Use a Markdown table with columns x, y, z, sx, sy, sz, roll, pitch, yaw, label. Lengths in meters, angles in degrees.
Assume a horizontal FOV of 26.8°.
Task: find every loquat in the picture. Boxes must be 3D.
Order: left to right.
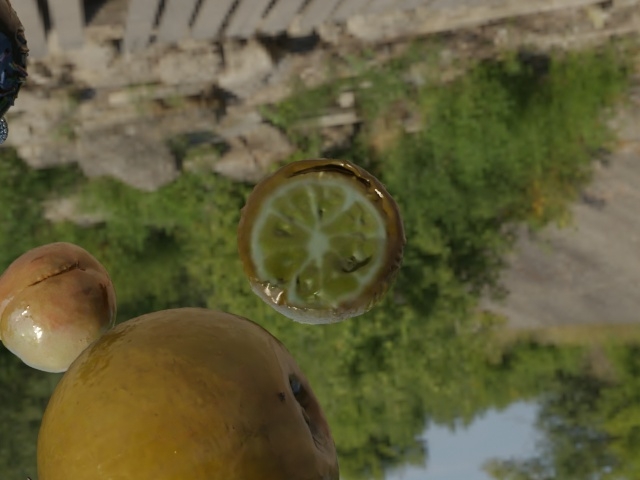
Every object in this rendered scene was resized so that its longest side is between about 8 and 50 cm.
| x | y | z | sx | sy | sz | roll | pitch | yaw | label |
| --- | --- | --- | --- | --- | --- | --- | --- | --- | --- |
| -0.118 | 0.202 | 1.148 | 0.274 | 0.275 | 0.275 | -7 | 176 | 0 | loquat |

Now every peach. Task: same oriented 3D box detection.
| x | y | z | sx | sy | sz | roll | pitch | yaw | label |
| --- | --- | --- | --- | --- | --- | --- | --- | --- | --- |
| -0.378 | 0.091 | 1.917 | 0.184 | 0.184 | 0.184 | -7 | 176 | 0 | peach |

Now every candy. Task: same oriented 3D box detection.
| x | y | z | sx | sy | sz | roll | pitch | yaw | label |
| --- | --- | --- | --- | --- | --- | --- | --- | --- | --- |
| 0.000 | 0.000 | 2.016 | 0.259 | 0.260 | 0.118 | -6 | 162 | -5 | candy |

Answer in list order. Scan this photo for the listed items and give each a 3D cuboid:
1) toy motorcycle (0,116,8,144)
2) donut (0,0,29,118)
| x | y | z | sx | sy | sz | roll | pitch | yaw | label |
| --- | --- | --- | --- | --- | --- | --- | --- | --- | --- |
| -0.529 | -0.184 | 1.913 | 0.106 | 0.190 | 0.074 | -54 | 172 | 26 | toy motorcycle |
| -0.431 | -0.198 | 1.501 | 0.235 | 0.235 | 0.089 | -3 | -146 | -45 | donut |
